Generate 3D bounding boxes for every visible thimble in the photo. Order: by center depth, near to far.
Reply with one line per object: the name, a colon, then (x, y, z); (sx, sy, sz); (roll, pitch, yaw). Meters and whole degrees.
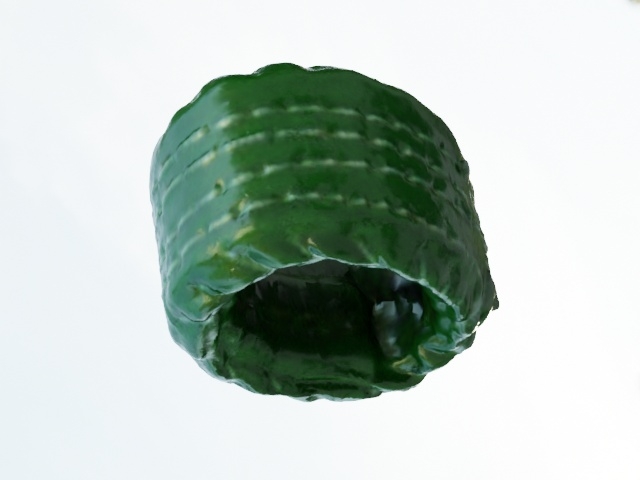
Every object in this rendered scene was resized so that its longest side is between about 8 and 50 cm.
thimble: (0.000, 0.000, 0.721); (0.130, 0.118, 0.090); (7, -130, -23)
